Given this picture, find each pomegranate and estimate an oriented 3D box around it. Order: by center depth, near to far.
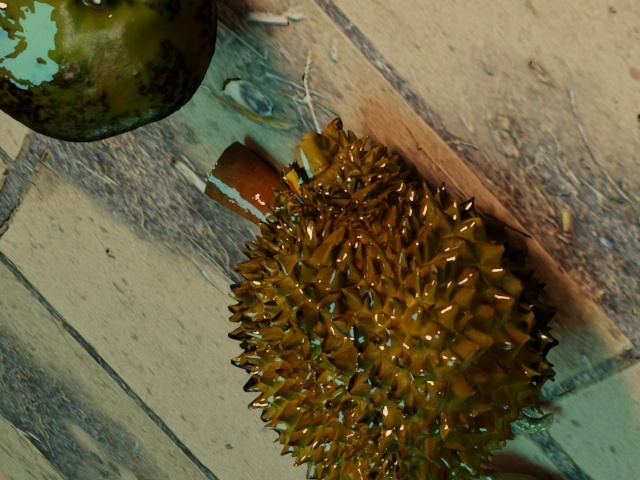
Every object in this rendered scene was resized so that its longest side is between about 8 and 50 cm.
[{"bbox_3d":[-0.180,-0.196,1.571,0.204,0.276,0.222,-17,96,21],"label":"pomegranate"}]

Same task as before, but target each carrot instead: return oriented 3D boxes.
[{"bbox_3d":[0.000,0.000,1.714,0.224,0.057,0.057,36,154,7],"label":"carrot"}]

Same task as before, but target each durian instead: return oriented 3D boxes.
[{"bbox_3d":[0.046,0.061,1.522,0.293,0.258,0.258,53,159,24],"label":"durian"}]

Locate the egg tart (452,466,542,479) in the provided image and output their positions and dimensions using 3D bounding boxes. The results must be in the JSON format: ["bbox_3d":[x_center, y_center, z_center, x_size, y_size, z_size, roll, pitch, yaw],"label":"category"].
[{"bbox_3d":[0.202,0.343,1.816,0.315,0.120,0.315,35,152,22],"label":"egg tart"}]

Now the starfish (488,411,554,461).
[{"bbox_3d":[0.114,0.130,1.710,0.208,0.053,0.176,15,137,45],"label":"starfish"}]
